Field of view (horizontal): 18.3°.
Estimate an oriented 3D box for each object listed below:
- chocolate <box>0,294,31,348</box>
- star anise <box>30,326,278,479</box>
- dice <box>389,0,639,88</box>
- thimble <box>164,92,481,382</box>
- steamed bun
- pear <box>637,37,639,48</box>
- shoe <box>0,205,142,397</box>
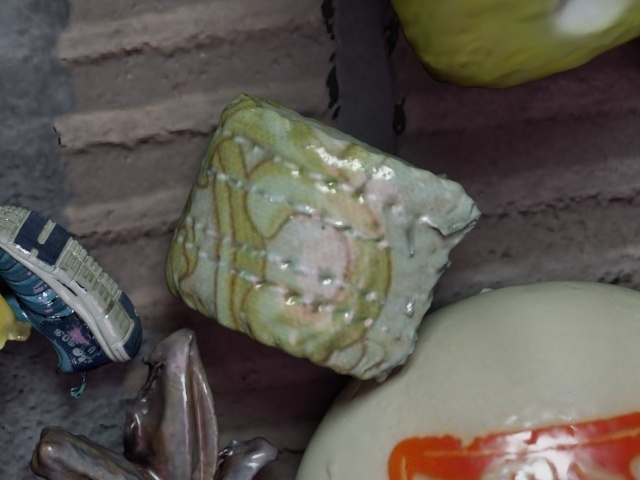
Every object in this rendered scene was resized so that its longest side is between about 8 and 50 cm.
[{"bbox_3d":[-0.382,-0.059,1.240,0.162,0.162,0.445,-37,102,2],"label":"chocolate"},{"bbox_3d":[-0.125,0.185,1.355,0.198,0.110,0.258,-20,124,-28],"label":"star anise"},{"bbox_3d":[0.109,-0.253,1.174,0.226,0.238,0.233,-23,142,0],"label":"dice"},{"bbox_3d":[0.000,0.000,1.300,0.190,0.137,0.144,23,95,17],"label":"thimble"},{"bbox_3d":[0.163,0.219,1.340,0.374,0.241,0.374,-1,104,-4],"label":"steamed bun"},{"bbox_3d":[0.294,-0.152,1.310,0.162,0.149,0.149,-1,104,-8],"label":"pear"},{"bbox_3d":[-0.186,0.036,1.337,0.071,0.064,0.143,-38,104,16],"label":"shoe"}]
